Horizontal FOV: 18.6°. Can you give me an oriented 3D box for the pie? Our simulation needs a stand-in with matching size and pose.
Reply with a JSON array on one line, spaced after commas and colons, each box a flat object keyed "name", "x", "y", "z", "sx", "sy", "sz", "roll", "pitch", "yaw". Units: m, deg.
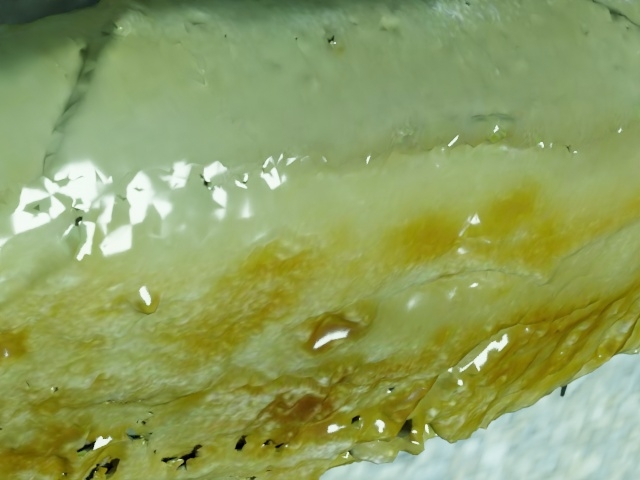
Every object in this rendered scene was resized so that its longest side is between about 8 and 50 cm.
[{"name": "pie", "x": 0.000, "y": 0.000, "z": 0.409, "sx": 0.282, "sy": 0.068, "sz": 0.129, "roll": -13, "pitch": 139, "yaw": -42}]
